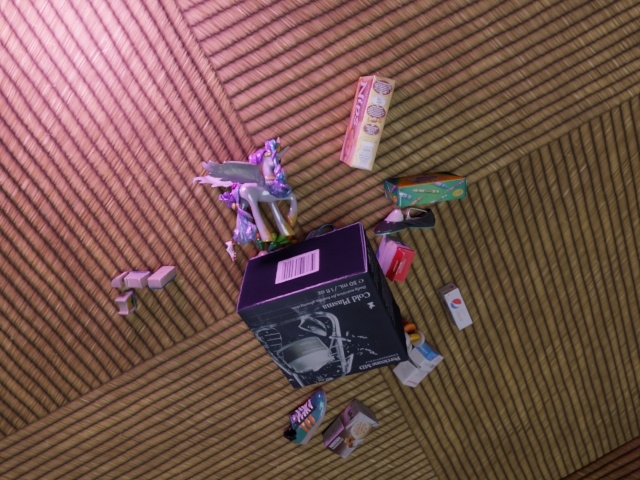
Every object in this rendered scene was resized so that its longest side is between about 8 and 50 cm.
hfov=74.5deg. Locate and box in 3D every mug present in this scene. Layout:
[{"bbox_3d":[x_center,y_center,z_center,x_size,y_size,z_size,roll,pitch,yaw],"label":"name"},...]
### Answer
[{"bbox_3d":[-0.006,0.008,1.690,0.097,0.158,0.129,33,124,-17],"label":"mug"}]

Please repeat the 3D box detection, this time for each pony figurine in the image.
[{"bbox_3d":[-0.244,-0.174,1.490,0.351,0.303,0.363,-11,97,-27],"label":"pony figurine"}]

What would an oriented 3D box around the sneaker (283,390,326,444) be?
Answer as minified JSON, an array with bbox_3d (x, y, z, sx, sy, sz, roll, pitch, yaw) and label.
[{"bbox_3d":[-0.073,0.823,1.958,0.121,0.108,0.302,20,105,-22],"label":"sneaker"}]

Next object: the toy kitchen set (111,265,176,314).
[{"bbox_3d":[-0.673,0.196,1.634,0.207,0.122,0.166,1,110,10],"label":"toy kitchen set"}]

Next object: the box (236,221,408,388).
[{"bbox_3d":[0.022,0.257,1.584,0.480,0.297,0.472,-19,124,14],"label":"box"}]

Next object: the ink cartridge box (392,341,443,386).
[{"bbox_3d":[0.456,0.576,1.964,0.203,0.086,0.148,-48,138,7],"label":"ink cartridge box"}]

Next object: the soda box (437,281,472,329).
[{"bbox_3d":[0.621,0.303,1.940,0.074,0.069,0.216,-29,111,-1],"label":"soda box"}]

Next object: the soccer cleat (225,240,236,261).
[{"bbox_3d":[-0.356,0.043,1.674,0.035,0.029,0.083,-5,107,0],"label":"soccer cleat"}]

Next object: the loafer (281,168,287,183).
[{"bbox_3d":[-0.151,-0.215,1.621,0.039,0.045,0.125,12,112,-32],"label":"loafer"}]

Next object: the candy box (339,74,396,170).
[{"bbox_3d":[0.164,-0.427,1.532,0.087,0.183,0.316,10,107,-15],"label":"candy box"}]

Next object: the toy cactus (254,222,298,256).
[{"bbox_3d":[-0.200,0.028,1.667,0.219,0.112,0.180,35,109,-18],"label":"toy cactus"}]

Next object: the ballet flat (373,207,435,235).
[{"bbox_3d":[0.346,-0.086,1.744,0.280,0.095,0.096,-9,101,-19],"label":"ballet flat"}]

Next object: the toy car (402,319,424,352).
[{"bbox_3d":[0.363,0.433,1.897,0.159,0.136,0.182,7,140,-41],"label":"toy car"}]

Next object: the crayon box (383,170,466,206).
[{"bbox_3d":[0.410,-0.206,1.668,0.278,0.165,0.081,-9,110,-9],"label":"crayon box"}]

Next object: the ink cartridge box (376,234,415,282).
[{"bbox_3d":[0.305,0.077,1.709,0.078,0.231,0.134,14,106,-16],"label":"ink cartridge box"}]

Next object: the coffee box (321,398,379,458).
[{"bbox_3d":[0.142,0.911,2.036,0.141,0.098,0.246,41,97,-21],"label":"coffee box"}]
